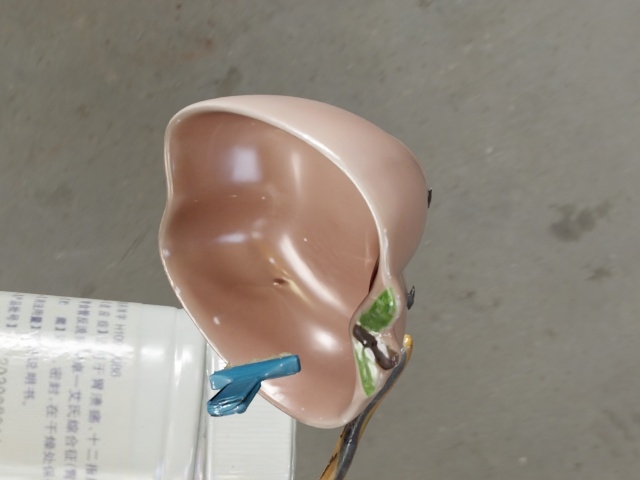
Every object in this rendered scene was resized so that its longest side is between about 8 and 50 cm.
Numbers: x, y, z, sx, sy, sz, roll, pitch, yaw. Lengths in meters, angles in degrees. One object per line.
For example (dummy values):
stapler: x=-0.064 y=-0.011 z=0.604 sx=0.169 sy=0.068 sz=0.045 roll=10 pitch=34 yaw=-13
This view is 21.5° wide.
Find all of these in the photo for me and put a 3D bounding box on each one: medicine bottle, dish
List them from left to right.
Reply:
medicine bottle: x=-0.187 y=0.143 z=1.392 sx=0.332 sy=0.190 sz=0.190 roll=6 pitch=77 yaw=-5
dish: x=0.000 y=0.000 z=1.027 sx=0.090 sy=0.213 sz=0.213 roll=-30 pitch=89 yaw=-39

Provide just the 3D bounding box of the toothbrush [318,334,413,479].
toothbrush: x=0.015 y=0.191 z=1.465 sx=0.031 sy=0.321 sz=0.023 roll=12 pitch=40 yaw=-22

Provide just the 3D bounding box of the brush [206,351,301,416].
brush: x=-0.040 y=0.077 z=0.900 sx=0.051 sy=0.164 sz=0.014 roll=-14 pitch=92 yaw=6
